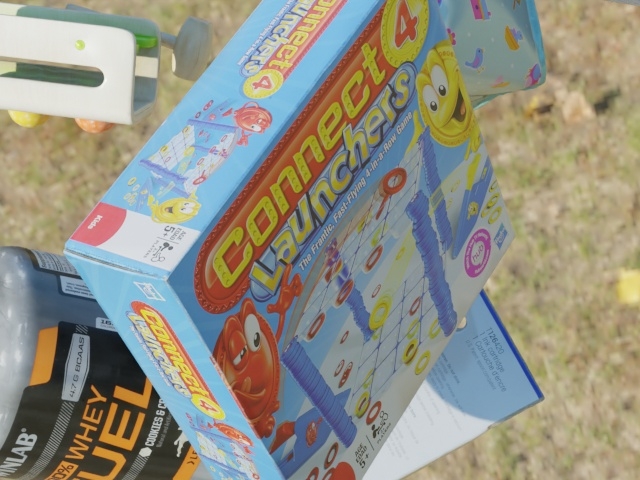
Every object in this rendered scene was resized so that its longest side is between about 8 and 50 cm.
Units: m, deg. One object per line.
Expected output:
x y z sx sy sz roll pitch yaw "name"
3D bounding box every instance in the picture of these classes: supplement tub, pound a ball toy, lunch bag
-0.201 0.114 1.310 0.316 0.193 0.193 13 32 -27 "supplement tub"
-0.302 -0.203 1.803 0.319 0.135 0.208 8 14 6 "pound a ball toy"
0.125 -0.290 1.719 0.160 0.223 0.262 -15 77 45 "lunch bag"

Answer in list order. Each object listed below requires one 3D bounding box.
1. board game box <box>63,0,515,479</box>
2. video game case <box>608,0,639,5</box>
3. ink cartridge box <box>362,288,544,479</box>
0.000 0.000 1.074 0.086 0.302 0.308 16 58 33 "board game box"
0.399 -0.387 1.751 0.204 0.285 0.025 3 46 -31 "video game case"
0.035 0.118 1.676 0.307 0.072 0.303 -27 80 -7 "ink cartridge box"
